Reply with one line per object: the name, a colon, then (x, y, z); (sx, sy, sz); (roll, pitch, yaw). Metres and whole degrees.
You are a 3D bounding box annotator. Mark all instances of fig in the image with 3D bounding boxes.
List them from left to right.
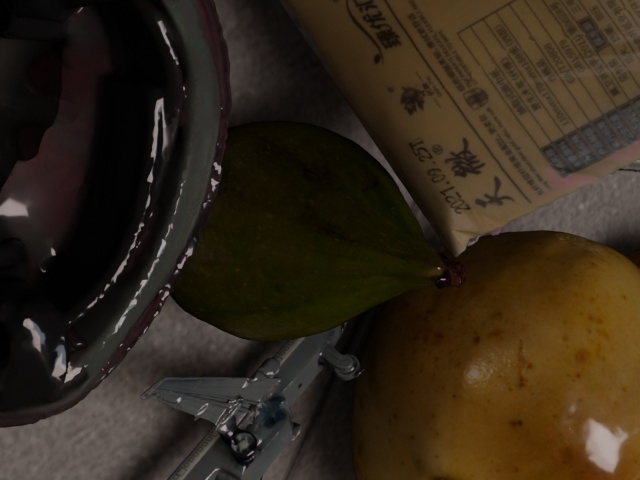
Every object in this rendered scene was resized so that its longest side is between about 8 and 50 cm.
fig: (-0.008, 0.014, 0.940); (0.133, 0.185, 0.126); (-5, 130, -45)

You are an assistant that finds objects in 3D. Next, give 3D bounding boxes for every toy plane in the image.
toy plane: (-0.052, 0.119, 1.006); (0.226, 0.058, 0.226); (-39, 148, -17)

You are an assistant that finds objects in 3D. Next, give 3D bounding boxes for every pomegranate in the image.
pomegranate: (0.129, 0.107, 1.068); (0.233, 0.233, 0.233); (-16, 115, -37)

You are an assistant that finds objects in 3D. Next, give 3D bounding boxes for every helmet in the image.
helmet: (-0.214, -0.064, 0.715); (0.338, 0.197, 0.271); (3, 111, -34)

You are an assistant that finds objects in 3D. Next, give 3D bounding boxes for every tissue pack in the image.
tissue pack: (0.091, -0.144, 0.892); (0.256, 0.215, 0.123); (56, 28, -11)

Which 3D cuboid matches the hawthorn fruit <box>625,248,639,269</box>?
hawthorn fruit: (0.276, 0.063, 1.216); (0.149, 0.189, 0.149); (16, 65, -39)
